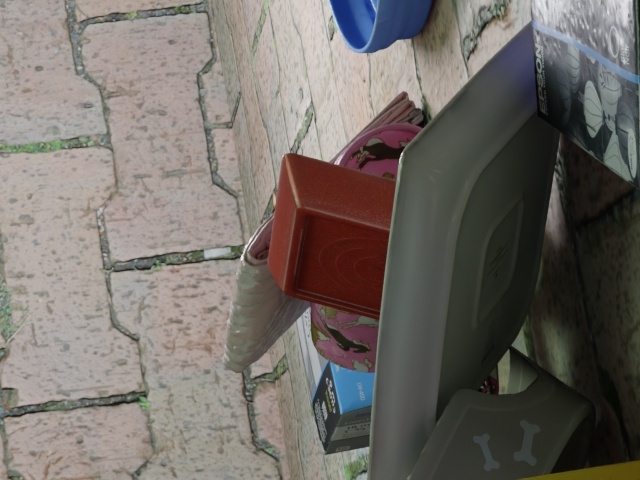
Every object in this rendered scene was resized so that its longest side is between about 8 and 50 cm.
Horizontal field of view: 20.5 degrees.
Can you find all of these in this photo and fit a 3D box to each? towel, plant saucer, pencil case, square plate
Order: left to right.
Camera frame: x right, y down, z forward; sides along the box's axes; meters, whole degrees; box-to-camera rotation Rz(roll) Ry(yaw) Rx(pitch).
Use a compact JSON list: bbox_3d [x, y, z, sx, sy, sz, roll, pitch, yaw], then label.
[{"bbox_3d":[0.000,0.000,2.223,0.053,0.317,0.332,40,156,13],"label":"towel"},{"bbox_3d":[0.076,0.020,2.084,0.386,0.167,0.160,101,-179,-62],"label":"pencil case"},{"bbox_3d":[0.070,0.021,1.866,0.258,0.259,0.047,101,-175,-62],"label":"plant saucer"},{"bbox_3d":[0.138,0.010,1.560,0.347,0.049,0.344,-45,-35,-52],"label":"square plate"}]

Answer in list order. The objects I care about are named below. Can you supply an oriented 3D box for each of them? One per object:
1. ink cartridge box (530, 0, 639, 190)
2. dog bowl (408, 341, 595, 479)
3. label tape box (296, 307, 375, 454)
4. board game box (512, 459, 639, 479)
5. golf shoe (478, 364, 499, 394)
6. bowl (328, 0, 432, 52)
[{"bbox_3d":[0.222,-0.157,1.392,0.332,0.065,0.165,-119,23,-73],"label":"ink cartridge box"},{"bbox_3d":[0.144,0.268,1.597,0.348,0.102,0.348,-57,-19,-32],"label":"dog bowl"},{"bbox_3d":[0.046,0.143,2.531,0.333,0.106,0.240,106,154,-67],"label":"label tape box"},{"bbox_3d":[0.164,0.256,1.330,0.242,0.317,0.064,98,162,-55],"label":"board game box"},{"bbox_3d":[0.153,0.137,1.790,0.086,0.068,0.186,24,-115,-63],"label":"golf shoe"},{"bbox_3d":[0.059,-0.420,2.109,0.391,0.077,0.391,172,90,-80],"label":"bowl"}]
